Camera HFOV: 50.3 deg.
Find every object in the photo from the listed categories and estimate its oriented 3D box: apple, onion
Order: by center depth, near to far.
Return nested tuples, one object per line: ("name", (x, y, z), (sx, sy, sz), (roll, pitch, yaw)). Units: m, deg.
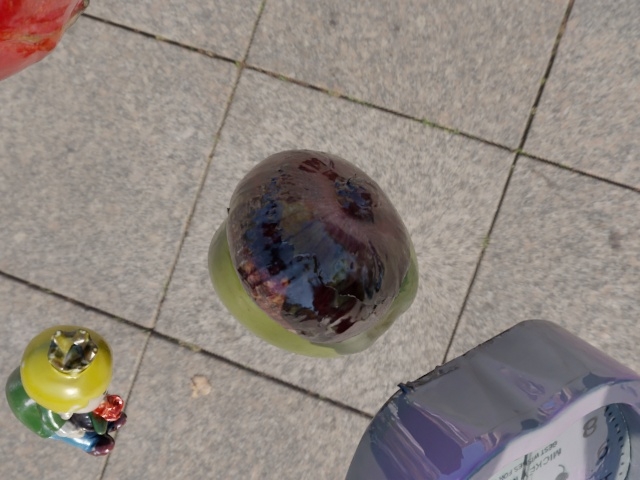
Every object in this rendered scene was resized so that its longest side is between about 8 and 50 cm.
("onion", (0.000, 0.000, 0.812), (0.190, 0.246, 0.246), (-42, 83, 30))
("apple", (-0.015, 0.034, 1.181), (0.357, 0.357, 0.357), (0, 89, 7))

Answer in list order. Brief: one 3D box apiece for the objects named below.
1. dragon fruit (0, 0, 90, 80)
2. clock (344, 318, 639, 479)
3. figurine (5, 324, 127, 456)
("dragon fruit", (-0.275, -0.210, 0.460), (0.241, 0.252, 0.241), (16, 121, 28))
("clock", (0.172, 0.240, 0.623), (0.338, 0.102, 0.338), (-14, 121, -25))
("figurine", (-0.315, 0.198, 0.900), (0.185, 0.127, 0.234), (44, 129, -11))
